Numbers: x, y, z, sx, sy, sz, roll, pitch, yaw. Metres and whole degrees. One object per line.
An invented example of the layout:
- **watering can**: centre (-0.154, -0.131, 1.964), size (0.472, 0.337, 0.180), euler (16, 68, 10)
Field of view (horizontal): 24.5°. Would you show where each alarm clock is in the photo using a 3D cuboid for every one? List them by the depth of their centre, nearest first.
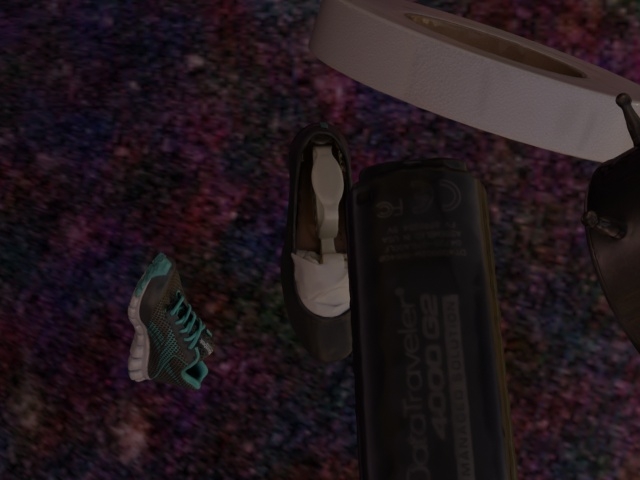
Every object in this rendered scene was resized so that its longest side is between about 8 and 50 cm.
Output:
- **alarm clock**: centre (0.200, 0.022, 0.707), size (0.192, 0.064, 0.129), euler (48, 38, -19)

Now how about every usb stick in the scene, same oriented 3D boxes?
- **usb stick**: centre (0.055, 0.087, 0.717), size (0.077, 0.045, 0.278), euler (-5, 63, 4)

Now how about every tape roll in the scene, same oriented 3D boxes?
- **tape roll**: centre (0.176, -0.181, 1.579), size (0.392, 0.392, 0.072), euler (8, 107, -34)

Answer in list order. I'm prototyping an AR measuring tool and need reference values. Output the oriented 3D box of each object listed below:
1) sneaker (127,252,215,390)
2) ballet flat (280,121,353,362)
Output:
- **sneaker**: centre (-0.129, 0.076, 1.323), size (0.166, 0.076, 0.065), euler (97, 17, -51)
- **ballet flat**: centre (0.000, 0.000, 1.690), size (0.095, 0.096, 0.280), euler (-5, 85, -7)
